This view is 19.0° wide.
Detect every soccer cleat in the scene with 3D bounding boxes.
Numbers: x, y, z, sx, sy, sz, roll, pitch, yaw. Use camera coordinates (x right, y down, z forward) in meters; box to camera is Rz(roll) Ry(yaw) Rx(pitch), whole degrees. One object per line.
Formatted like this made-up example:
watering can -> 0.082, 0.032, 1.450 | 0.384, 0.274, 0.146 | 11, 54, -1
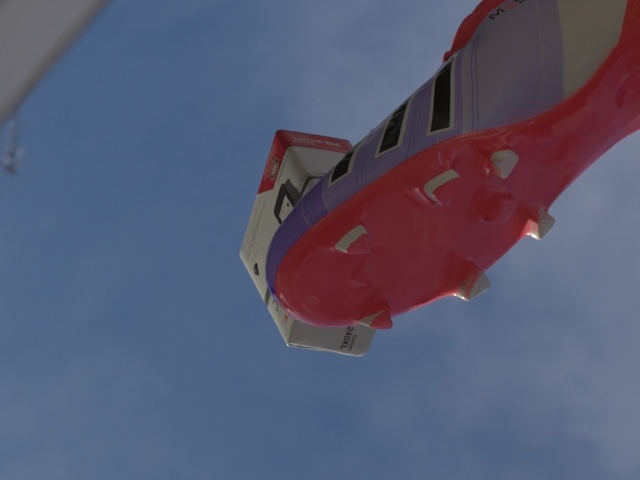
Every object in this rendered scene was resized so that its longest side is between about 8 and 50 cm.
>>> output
soccer cleat -> 0.070, -0.052, 0.799 | 0.248, 0.083, 0.095 | -36, -132, -15

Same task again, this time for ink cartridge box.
ink cartridge box -> 0.000, 0.000, 1.373 | 0.150, 0.063, 0.109 | -122, -134, -60
